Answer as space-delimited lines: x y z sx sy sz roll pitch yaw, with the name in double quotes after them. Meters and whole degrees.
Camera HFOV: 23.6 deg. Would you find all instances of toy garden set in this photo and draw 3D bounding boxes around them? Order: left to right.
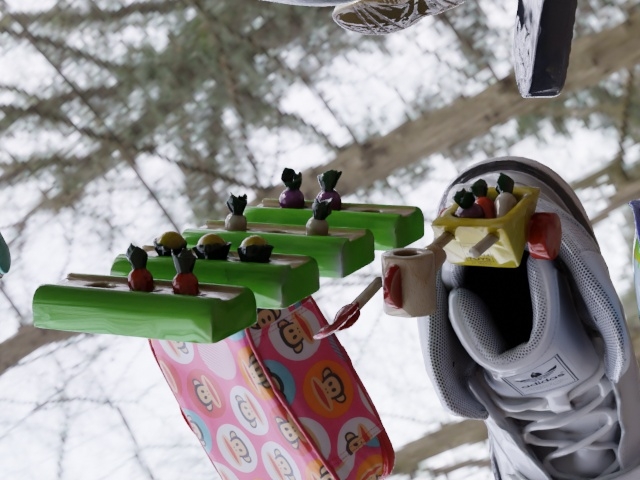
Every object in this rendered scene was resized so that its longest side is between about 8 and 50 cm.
0.000 0.000 0.825 0.244 0.203 0.049 -25 -65 -59 "toy garden set"

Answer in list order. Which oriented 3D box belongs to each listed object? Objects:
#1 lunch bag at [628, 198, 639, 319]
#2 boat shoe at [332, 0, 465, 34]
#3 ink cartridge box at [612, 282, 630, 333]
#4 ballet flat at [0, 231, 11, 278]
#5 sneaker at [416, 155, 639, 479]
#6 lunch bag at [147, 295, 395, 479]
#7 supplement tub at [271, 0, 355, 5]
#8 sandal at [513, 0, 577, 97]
0.231 0.022 0.805 0.151 0.128 0.096 -67 -31 -70 "lunch bag"
0.079 -0.233 1.435 0.056 0.152 0.049 37 -125 -43 "boat shoe"
0.219 0.091 1.337 0.207 0.097 0.046 -67 -47 -73 "ink cartridge box"
-0.306 -0.028 1.283 0.057 0.052 0.168 -85 -12 -52 "ballet flat"
0.154 0.121 0.991 0.210 0.137 0.366 -9 -100 -77 "sneaker"
-0.071 0.181 1.730 0.120 0.258 0.293 -30 -87 -39 "lunch bag"
-0.012 -0.234 0.843 0.117 0.117 0.190 -16 -57 -44 "supplement tub"
0.141 -0.210 1.001 0.054 0.255 0.097 0 -152 -4 "sandal"
